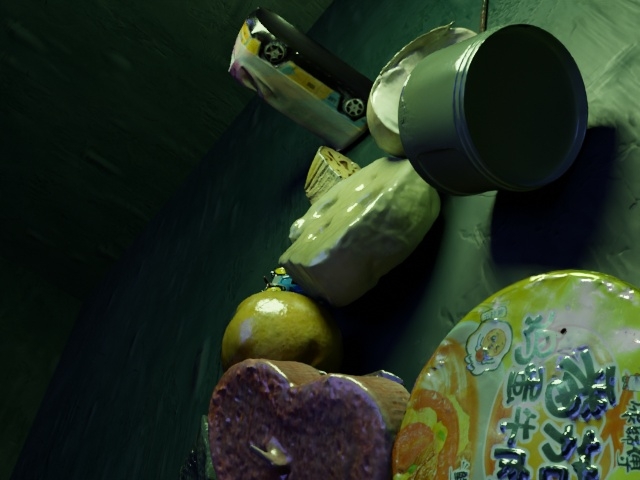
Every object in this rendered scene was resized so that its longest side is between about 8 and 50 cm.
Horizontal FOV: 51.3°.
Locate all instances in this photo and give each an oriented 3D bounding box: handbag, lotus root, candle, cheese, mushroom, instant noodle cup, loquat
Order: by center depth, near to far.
[{"bbox_3d":[0.220,0.181,0.531,0.264,0.200,0.264,-43,26,27],"label":"instant noodle cup"},{"bbox_3d":[-0.030,0.294,0.851,0.317,0.131,0.287,5,83,42],"label":"candle"},{"bbox_3d":[-0.060,0.182,1.099,0.213,0.213,0.213,-43,25,26],"label":"loquat"},{"bbox_3d":[0.058,-0.015,1.164,0.318,0.115,0.326,-28,18,38],"label":"cheese"},{"bbox_3d":[-0.203,0.438,1.193,0.175,0.089,0.270,-59,22,12],"label":"handbag"},{"bbox_3d":[0.207,-0.239,1.203,0.254,0.195,0.189,-43,-10,-3],"label":"mushroom"},{"bbox_3d":[0.033,-0.128,1.496,0.135,0.095,0.159,-43,65,39],"label":"lotus root"}]

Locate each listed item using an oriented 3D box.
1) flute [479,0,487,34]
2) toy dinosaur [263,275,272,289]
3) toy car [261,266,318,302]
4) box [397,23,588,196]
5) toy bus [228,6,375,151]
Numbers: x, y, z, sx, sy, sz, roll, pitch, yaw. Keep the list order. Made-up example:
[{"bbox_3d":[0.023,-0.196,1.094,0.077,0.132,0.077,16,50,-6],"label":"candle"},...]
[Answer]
[{"bbox_3d":[0.352,-0.485,1.438,0.014,0.014,0.269,-33,31,43],"label":"flute"},{"bbox_3d":[-0.105,0.134,1.387,0.220,0.032,0.108,120,147,-76],"label":"toy dinosaur"},{"bbox_3d":[-0.049,0.116,1.274,0.100,0.097,0.191,-1,24,10],"label":"toy car"},{"bbox_3d":[0.244,-0.179,0.949,0.226,0.226,0.149,-61,23,-13],"label":"box"},{"bbox_3d":[-0.043,-0.379,1.603,0.162,0.386,0.171,-47,22,31],"label":"toy bus"}]
